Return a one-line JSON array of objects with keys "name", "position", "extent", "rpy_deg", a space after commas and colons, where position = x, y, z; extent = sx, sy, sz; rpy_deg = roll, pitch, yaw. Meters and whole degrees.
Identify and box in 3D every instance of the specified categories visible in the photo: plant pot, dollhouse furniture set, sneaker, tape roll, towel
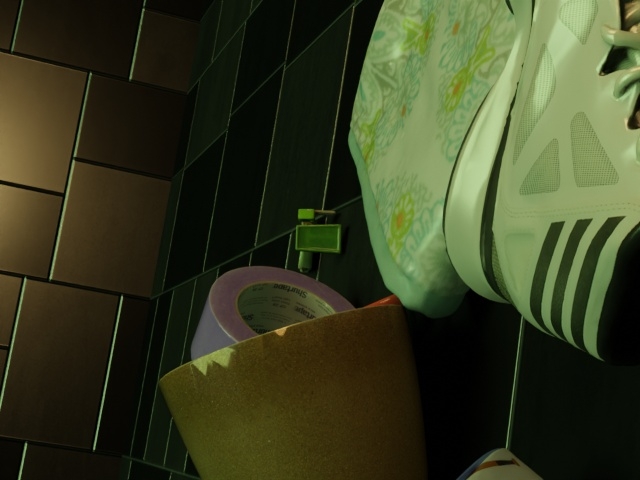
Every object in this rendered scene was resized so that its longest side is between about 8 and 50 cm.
[{"name": "plant pot", "position": [0.001, 0.215, 1.050], "extent": [0.237, 0.237, 0.254], "rpy_deg": [139, 117, -64]}, {"name": "dollhouse furniture set", "position": [0.000, 0.000, 1.540], "extent": [0.151, 0.059, 0.076], "rpy_deg": [75, -162, -83]}, {"name": "sneaker", "position": [0.220, -0.133, 0.716], "extent": [0.257, 0.169, 0.447], "rpy_deg": [-139, 54, -62]}, {"name": "tape roll", "position": [-0.046, 0.115, 1.314], "extent": [0.189, 0.189, 0.080], "rpy_deg": [-104, 31, -57]}, {"name": "towel", "position": [0.124, -0.154, 1.114], "extent": [0.374, 0.090, 0.320], "rpy_deg": [-104, 30, -56]}]

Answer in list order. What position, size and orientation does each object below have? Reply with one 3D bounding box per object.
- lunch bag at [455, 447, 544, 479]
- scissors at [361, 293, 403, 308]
[{"name": "lunch bag", "position": [0.059, 0.298, 0.774], "extent": [0.243, 0.115, 0.303], "rpy_deg": [-32, -30, -53]}, {"name": "scissors", "position": [-0.026, 0.102, 1.159], "extent": [0.109, 0.297, 0.021], "rpy_deg": [27, -139, -86]}]
